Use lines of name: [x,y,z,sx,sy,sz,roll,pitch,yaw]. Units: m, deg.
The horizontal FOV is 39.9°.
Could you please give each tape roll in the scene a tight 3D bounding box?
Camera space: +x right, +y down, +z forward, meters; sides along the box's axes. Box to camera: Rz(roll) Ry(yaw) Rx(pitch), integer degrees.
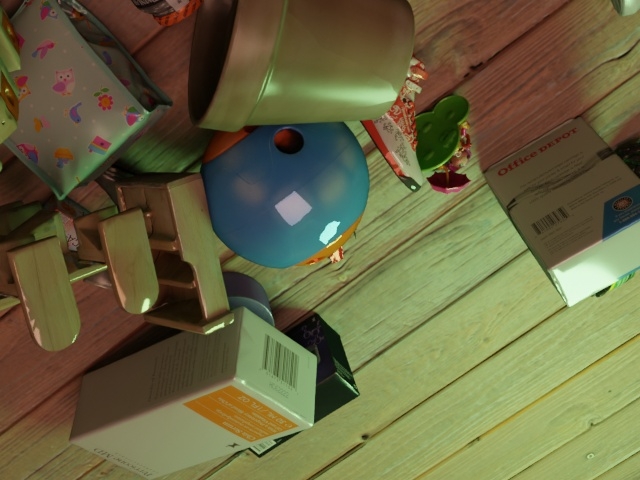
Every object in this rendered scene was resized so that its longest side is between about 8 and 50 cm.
tape roll: [-0.192,0.161,1.782,0.189,0.080,0.189,-8,128,-11]

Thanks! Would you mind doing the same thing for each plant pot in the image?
plant pot: [-0.026,-0.302,1.311,0.280,0.323,0.323,9,124,-20]

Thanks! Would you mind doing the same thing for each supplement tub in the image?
supplement tub: [-0.256,-0.418,1.295,0.117,0.117,0.190,-31,128,8]

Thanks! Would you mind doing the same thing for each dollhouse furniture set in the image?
dollhouse furniture set: [-0.357,0.067,1.354,0.394,0.362,0.256,-24,110,-42]

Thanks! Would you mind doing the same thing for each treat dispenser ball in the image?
treat dispenser ball: [-0.061,-0.095,1.487,0.288,0.288,0.288,-8,128,-10]

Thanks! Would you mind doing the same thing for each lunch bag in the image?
lunch bag: [-0.402,-0.234,1.366,0.223,0.160,0.262,-41,95,17]

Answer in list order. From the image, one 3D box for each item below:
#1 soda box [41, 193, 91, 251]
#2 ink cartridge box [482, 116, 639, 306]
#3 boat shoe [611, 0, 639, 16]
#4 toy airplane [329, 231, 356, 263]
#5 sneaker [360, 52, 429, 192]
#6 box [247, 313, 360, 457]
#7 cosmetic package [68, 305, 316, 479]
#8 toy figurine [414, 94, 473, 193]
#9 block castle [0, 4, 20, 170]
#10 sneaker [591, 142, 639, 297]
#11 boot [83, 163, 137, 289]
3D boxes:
soda box: [-0.423,-0.009,1.596,0.058,0.063,0.183,-40,126,16]
ink cartridge box: [0.478,-0.061,1.655,0.223,0.307,0.129,-31,131,8]
boat shoe: [0.512,-0.527,1.425,0.119,0.121,0.335,-18,127,3]
toy airplane: [0.000,0.000,1.745,0.151,0.028,0.151,-8,129,-10]
sneaker: [0.140,-0.226,1.519,0.145,0.090,0.270,-34,98,6]
box: [-0.068,0.305,1.860,0.261,0.184,0.103,-34,126,11]
cosmetic package: [-0.253,0.313,1.737,0.453,0.161,0.230,-25,134,31]
toy figurine: [0.238,-0.162,1.658,0.173,0.130,0.159,-52,141,-6]
block castle: [-0.574,-0.246,1.127,0.303,0.453,0.212,-17,136,-2]
sneaker: [0.635,-0.051,1.844,0.146,0.134,0.343,-16,130,-37]
boot: [-0.368,-0.022,1.546,0.190,0.076,0.208,27,92,-31]
